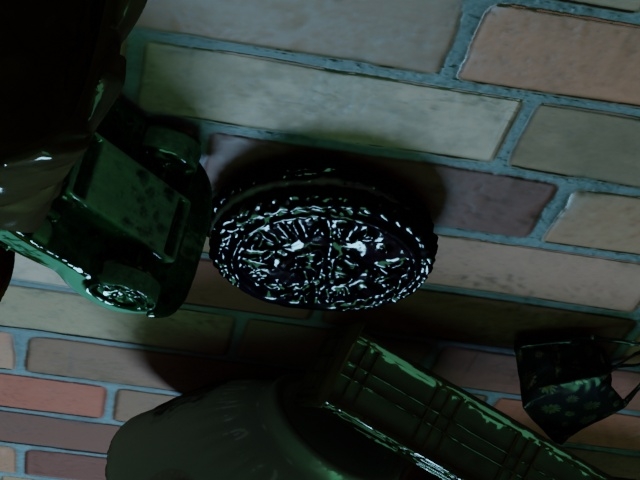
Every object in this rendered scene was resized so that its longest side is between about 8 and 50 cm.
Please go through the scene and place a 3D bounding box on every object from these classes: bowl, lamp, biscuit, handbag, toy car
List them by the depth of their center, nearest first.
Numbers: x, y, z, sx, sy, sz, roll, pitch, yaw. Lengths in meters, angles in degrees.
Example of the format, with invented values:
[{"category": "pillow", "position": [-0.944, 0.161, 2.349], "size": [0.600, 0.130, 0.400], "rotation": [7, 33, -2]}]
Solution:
[{"category": "toy car", "position": [-0.206, -0.054, 1.073], "size": [0.125, 0.136, 0.306], "rotation": [-6, 151, 39]}, {"category": "biscuit", "position": [0.000, 0.000, 1.215], "size": [0.195, 0.053, 0.194], "rotation": [2, 149, 1]}, {"category": "lamp", "position": [0.138, 0.190, 1.386], "size": [0.325, 0.090, 0.089], "rotation": [31, 167, -12]}, {"category": "handbag", "position": [0.259, 0.123, 1.394], "size": [0.139, 0.072, 0.115], "rotation": [-22, 144, 16]}, {"category": "bowl", "position": [-0.025, 0.232, 1.438], "size": [0.337, 0.337, 0.157], "rotation": [23, 114, -30]}]

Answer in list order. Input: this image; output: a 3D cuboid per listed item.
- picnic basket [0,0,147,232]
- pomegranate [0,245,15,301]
[{"category": "picnic basket", "position": [-0.233, -0.156, 0.774], "size": [0.291, 0.254, 0.321], "rotation": [11, 160, -11]}, {"category": "pomegranate", "position": [-0.312, 0.015, 1.218], "size": [0.129, 0.129, 0.159], "rotation": [8, 169, -7]}]
